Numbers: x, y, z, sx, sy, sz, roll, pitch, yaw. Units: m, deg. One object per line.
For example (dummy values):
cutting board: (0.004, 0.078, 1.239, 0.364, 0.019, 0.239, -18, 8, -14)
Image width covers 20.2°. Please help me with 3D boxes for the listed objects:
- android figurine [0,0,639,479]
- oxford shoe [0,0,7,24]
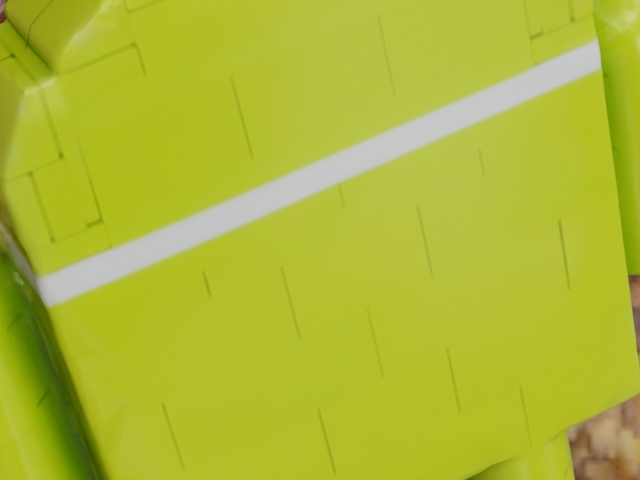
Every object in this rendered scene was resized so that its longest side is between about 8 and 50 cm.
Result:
android figurine: (0.000, 0.000, 0.501, 0.248, 0.056, 0.273, -25, 123, -14)
oxford shoe: (-0.136, -0.139, 0.550, 0.146, 0.397, 0.140, 31, 50, 7)
